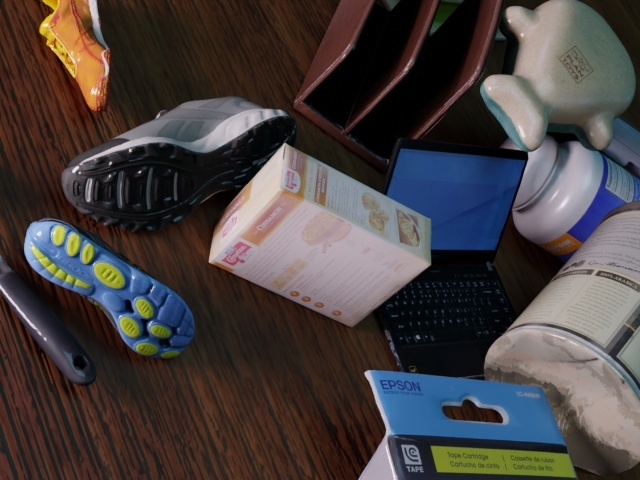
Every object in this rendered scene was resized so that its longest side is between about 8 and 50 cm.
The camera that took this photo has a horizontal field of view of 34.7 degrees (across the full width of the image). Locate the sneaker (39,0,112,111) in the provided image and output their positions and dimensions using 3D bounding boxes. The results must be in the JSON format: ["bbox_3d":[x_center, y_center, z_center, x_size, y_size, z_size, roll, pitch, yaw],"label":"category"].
[{"bbox_3d":[-0.260,-0.204,1.087,0.067,0.064,0.175,-9,59,-22],"label":"sneaker"}]

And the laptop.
[{"bbox_3d":[0.180,0.033,1.206,0.234,0.136,0.264,1,59,-39],"label":"laptop"}]

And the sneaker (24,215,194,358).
[{"bbox_3d":[-0.187,0.038,0.937,0.188,0.067,0.078,41,5,-24],"label":"sneaker"}]

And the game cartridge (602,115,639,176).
[{"bbox_3d":[0.425,-0.170,1.530,0.198,0.062,0.297,44,17,13],"label":"game cartridge"}]

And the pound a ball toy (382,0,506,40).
[{"bbox_3d":[0.262,-0.426,1.574,0.319,0.208,0.136,-8,65,-43],"label":"pound a ball toy"}]

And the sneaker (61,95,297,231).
[{"bbox_3d":[-0.153,-0.088,1.066,0.271,0.100,0.108,-22,44,-41],"label":"sneaker"}]

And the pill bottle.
[{"bbox_3d":[0.362,-0.041,1.404,0.272,0.152,0.152,29,44,-19],"label":"pill bottle"}]

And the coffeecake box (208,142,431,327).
[{"bbox_3d":[0.000,0.000,1.073,0.185,0.142,0.068,26,45,-23],"label":"coffeecake box"}]

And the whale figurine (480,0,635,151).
[{"bbox_3d":[0.281,-0.193,1.300,0.216,0.141,0.272,53,49,-3],"label":"whale figurine"}]

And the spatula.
[{"bbox_3d":[-0.289,0.009,0.907,0.296,0.030,0.084,53,39,7],"label":"spatula"}]

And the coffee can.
[{"bbox_3d":[0.348,0.107,1.197,0.201,0.201,0.275,49,55,1],"label":"coffee can"}]

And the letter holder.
[{"bbox_3d":[0.117,-0.277,1.331,0.152,0.214,0.302,35,43,-14],"label":"letter holder"}]

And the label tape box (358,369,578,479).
[{"bbox_3d":[0.152,0.310,0.990,0.249,0.115,0.347,11,50,-35],"label":"label tape box"}]
